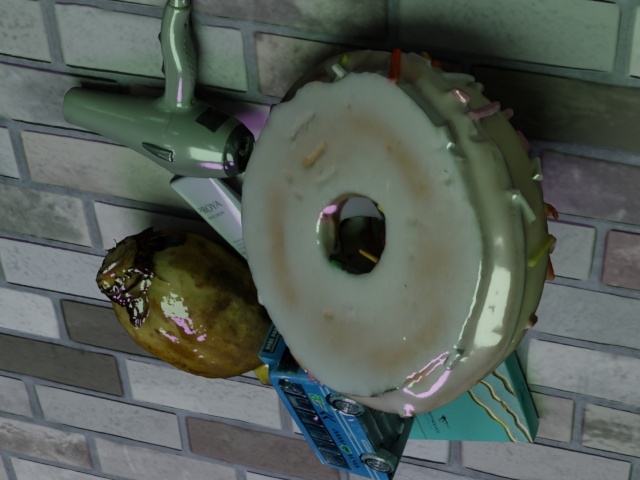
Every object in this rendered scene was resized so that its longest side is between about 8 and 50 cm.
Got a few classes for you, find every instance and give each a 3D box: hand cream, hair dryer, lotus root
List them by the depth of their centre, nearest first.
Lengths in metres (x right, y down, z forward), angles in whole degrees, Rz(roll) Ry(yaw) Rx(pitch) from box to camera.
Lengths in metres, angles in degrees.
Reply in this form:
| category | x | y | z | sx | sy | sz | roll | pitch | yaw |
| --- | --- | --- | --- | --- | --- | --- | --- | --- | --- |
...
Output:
| category | x | y | z | sx | sy | sz | roll | pitch | yaw |
| --- | --- | --- | --- | --- | --- | --- | --- | --- | --- |
| hair dryer | -0.201 | -0.189 | 1.677 | 0.229 | 0.092 | 0.267 | 0 | 120 | 31 |
| hand cream | -0.072 | 0.001 | 1.816 | 0.255 | 0.048 | 0.079 | 43 | 141 | -20 |
| lotus root | -0.144 | 0.083 | 1.865 | 0.169 | 0.141 | 0.314 | -21 | 132 | 41 |

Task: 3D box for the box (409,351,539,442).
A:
| category | x | y | z | sx | sy | sz | roll | pitch | yaw |
| --- | --- | --- | --- | --- | --- | --- | --- | --- | --- |
| box | 0.145 | 0.187 | 1.920 | 0.229 | 0.041 | 0.162 | -3 | 133 | 26 |

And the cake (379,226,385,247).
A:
| category | x | y | z | sx | sy | sz | roll | pitch | yaw |
| --- | --- | --- | --- | --- | --- | --- | --- | --- | --- |
| cake | 0.136 | 0.018 | 1.710 | 0.135 | 0.098 | 0.287 | 28 | 144 | -15 |

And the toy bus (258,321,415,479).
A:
| category | x | y | z | sx | sy | sz | roll | pitch | yaw |
| --- | --- | --- | --- | --- | --- | --- | --- | --- | --- |
| toy bus | 0.028 | 0.180 | 1.822 | 0.134 | 0.113 | 0.246 | 7 | 148 | 27 |

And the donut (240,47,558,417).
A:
| category | x | y | z | sx | sy | sz | roll | pitch | yaw |
| --- | --- | --- | --- | --- | --- | --- | --- | --- | --- |
| donut | 0.079 | -0.014 | 1.568 | 0.382 | 0.142 | 0.383 | 14 | 109 | 43 |
